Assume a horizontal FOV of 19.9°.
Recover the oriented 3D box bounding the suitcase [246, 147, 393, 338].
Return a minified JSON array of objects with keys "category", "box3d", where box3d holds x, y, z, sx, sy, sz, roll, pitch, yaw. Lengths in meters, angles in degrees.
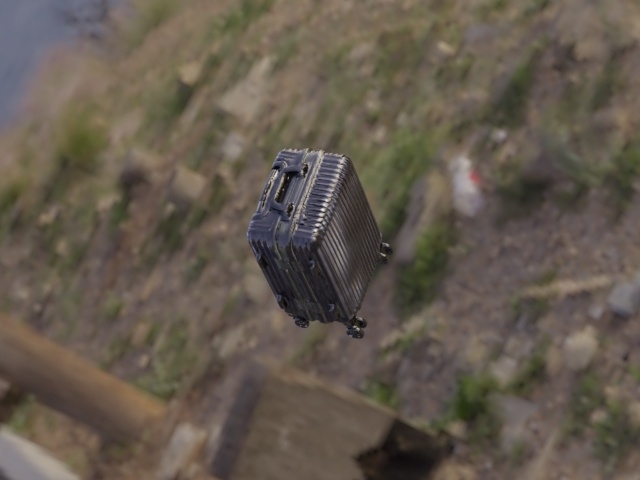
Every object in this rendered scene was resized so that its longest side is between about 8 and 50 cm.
[{"category":"suitcase","box3d":[0.000,0.000,1.223,0.126,0.059,0.086,66,-143,-54]}]
